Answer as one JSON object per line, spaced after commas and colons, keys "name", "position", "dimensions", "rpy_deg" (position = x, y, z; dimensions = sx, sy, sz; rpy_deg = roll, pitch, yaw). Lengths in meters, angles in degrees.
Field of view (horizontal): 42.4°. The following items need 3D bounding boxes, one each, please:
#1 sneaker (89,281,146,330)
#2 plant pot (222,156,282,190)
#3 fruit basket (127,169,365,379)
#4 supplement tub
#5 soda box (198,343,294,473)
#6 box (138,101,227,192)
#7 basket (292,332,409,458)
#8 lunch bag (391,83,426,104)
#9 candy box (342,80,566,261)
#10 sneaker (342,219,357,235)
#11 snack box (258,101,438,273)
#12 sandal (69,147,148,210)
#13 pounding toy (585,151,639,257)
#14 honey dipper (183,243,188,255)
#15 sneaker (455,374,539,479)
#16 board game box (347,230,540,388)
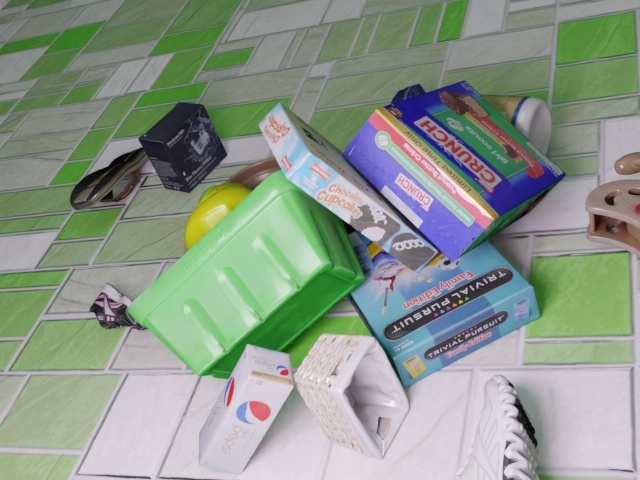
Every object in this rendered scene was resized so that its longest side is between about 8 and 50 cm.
{"name": "sneaker", "position": [-0.407, 0.152, 1.669], "dimensions": [0.077, 0.072, 0.178], "rpy_deg": [-50, 36, -14]}
{"name": "plant pot", "position": [-0.099, -0.066, 1.727], "dimensions": [0.238, 0.109, 0.237], "rpy_deg": [-13, 39, 11]}
{"name": "fruit basket", "position": [-0.146, 0.015, 1.447], "dimensions": [0.392, 0.283, 0.391], "rpy_deg": [-6, 76, 24]}
{"name": "supplement tub", "position": [0.346, -0.219, 1.657], "dimensions": [0.200, 0.144, 0.144], "rpy_deg": [10, 48, 36]}
{"name": "soda box", "position": [-0.117, 0.261, 1.263], "dimensions": [0.074, 0.216, 0.069], "rpy_deg": [17, 33, -20]}
{"name": "box", "position": [-0.330, -0.225, 1.998], "dimensions": [0.093, 0.158, 0.156], "rpy_deg": [13, 50, 37]}
{"name": "basket", "position": [0.046, 0.232, 1.251], "dimensions": [0.103, 0.167, 0.113], "rpy_deg": [3, 44, 39]}
{"name": "lunch bag", "position": [0.216, -0.298, 1.863], "dimensions": [0.065, 0.098, 0.067], "rpy_deg": [-11, 37, 45]}
{"name": "candy box", "position": [0.239, -0.132, 1.433], "dimensions": [0.268, 0.122, 0.317], "rpy_deg": [46, 40, 14]}
{"name": "sneaker", "position": [0.000, 0.000, 1.612], "dimensions": [0.081, 0.090, 0.232], "rpy_deg": [13, 50, 38]}
{"name": "snack box", "position": [0.048, -0.085, 1.379], "dimensions": [0.060, 0.322, 0.187], "rpy_deg": [-46, 35, 13]}
{"name": "sandal", "position": [-0.502, -0.149, 2.064], "dimensions": [0.120, 0.086, 0.303], "rpy_deg": [-6, 25, 29]}
{"name": "pounding toy", "position": [0.526, -0.059, 1.361], "dimensions": [0.154, 0.154, 0.269], "rpy_deg": [-17, 37, 0]}
{"name": "honey dipper", "position": [-0.274, 0.064, 1.729], "dimensions": [0.031, 0.030, 0.160], "rpy_deg": [-16, 42, 9]}
{"name": "sneaker", "position": [0.235, 0.306, 1.119], "dimensions": [0.118, 0.110, 0.292], "rpy_deg": [-18, 36, 21]}
{"name": "board game box", "position": [0.180, 0.069, 1.446], "dimensions": [0.254, 0.079, 0.336], "rpy_deg": [-27, 37, -5]}
